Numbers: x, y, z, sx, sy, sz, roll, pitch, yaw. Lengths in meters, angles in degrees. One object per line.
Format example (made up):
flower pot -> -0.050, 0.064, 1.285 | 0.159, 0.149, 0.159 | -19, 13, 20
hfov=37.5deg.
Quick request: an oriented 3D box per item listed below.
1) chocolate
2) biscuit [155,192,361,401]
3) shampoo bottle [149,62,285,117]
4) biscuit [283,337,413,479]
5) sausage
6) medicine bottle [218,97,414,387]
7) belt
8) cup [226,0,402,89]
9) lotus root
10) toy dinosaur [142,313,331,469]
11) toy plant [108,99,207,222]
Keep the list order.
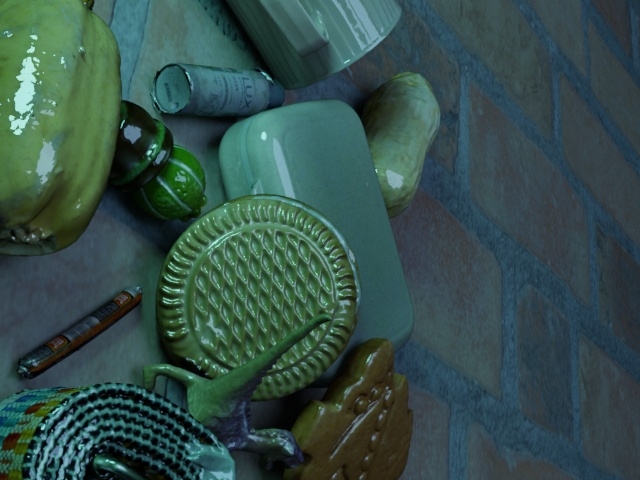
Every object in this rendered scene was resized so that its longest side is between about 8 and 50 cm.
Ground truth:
chocolate -> 0.115, -0.151, 1.516 | 0.134, 0.134, 0.309 | 50, 43, -33
biscuit -> -0.069, 0.068, 1.115 | 0.259, 0.079, 0.259 | -1, 92, -18
shampoo bottle -> -0.124, -0.194, 1.235 | 0.214, 0.072, 0.072 | -10, 86, -57
biscuit -> 0.053, 0.276, 1.247 | 0.284, 0.043, 0.306 | -62, 146, -8
sausage -> -0.247, 0.093, 0.990 | 0.028, 0.025, 0.198 | 41, 36, 6
medicine bottle -> 0.000, 0.000, 1.290 | 0.282, 0.123, 0.375 | -22, 97, -52
belt -> -0.204, 0.248, 0.885 | 0.257, 0.150, 0.207 | 47, 52, -34
cup -> -0.049, -0.352, 1.286 | 0.273, 0.208, 0.288 | 56, 46, -25
lotus root -> -0.279, -0.142, 0.926 | 0.169, 0.152, 0.342 | 50, 35, -56
toy dinosaur -> -0.095, 0.170, 1.035 | 0.072, 0.200, 0.251 | -100, -170, -60
toy plant -> -0.193, -0.083, 1.076 | 0.162, 0.093, 0.092 | 47, 43, -40
